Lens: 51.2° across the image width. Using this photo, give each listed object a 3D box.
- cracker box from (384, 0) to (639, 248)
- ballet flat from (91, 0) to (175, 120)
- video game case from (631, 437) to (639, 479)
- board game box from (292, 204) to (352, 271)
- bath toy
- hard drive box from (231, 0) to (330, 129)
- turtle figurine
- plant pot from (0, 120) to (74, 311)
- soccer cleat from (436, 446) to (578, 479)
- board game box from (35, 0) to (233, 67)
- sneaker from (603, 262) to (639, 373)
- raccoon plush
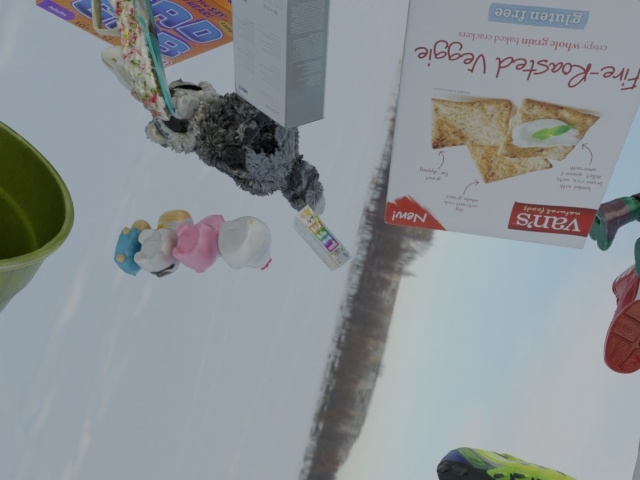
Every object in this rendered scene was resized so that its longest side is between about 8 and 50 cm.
[{"bbox_3d":[0.133,-0.107,0.463,0.067,0.155,0.232,-76,170,-47],"label":"cracker box"},{"bbox_3d":[-0.243,-0.258,0.843,0.091,0.077,0.241,88,-12,-80],"label":"ballet flat"},{"bbox_3d":[0.509,0.372,0.797,0.244,0.269,0.061,-49,130,-41],"label":"video game case"},{"bbox_3d":[0.000,0.000,1.066,0.026,0.103,0.154,-41,178,-6],"label":"board game box"},{"bbox_3d":[-0.235,0.008,1.314,0.129,0.348,0.151,43,53,-51],"label":"bath toy"},{"bbox_3d":[-0.074,-0.344,1.182,0.089,0.181,0.232,-22,135,-30],"label":"hard drive box"},{"bbox_3d":[0.412,-0.047,0.697,0.175,0.234,0.118,-131,-163,-74],"label":"turtle figurine"},{"bbox_3d":[-0.517,0.041,0.719,0.353,0.366,0.366,-54,-176,19],"label":"plant pot"},{"bbox_3d":[0.335,0.404,1.151,0.121,0.289,0.093,-22,101,-43],"label":"soccer cleat"},{"bbox_3d":[-0.376,-0.669,1.541,0.356,0.356,0.356,20,69,-50],"label":"board game box"},{"bbox_3d":[0.527,0.124,1.120,0.221,0.087,0.128,-57,171,-8],"label":"sneaker"},{"bbox_3d":[-0.206,-0.185,1.539,0.216,0.299,0.446,-57,144,-29],"label":"raccoon plush"}]
